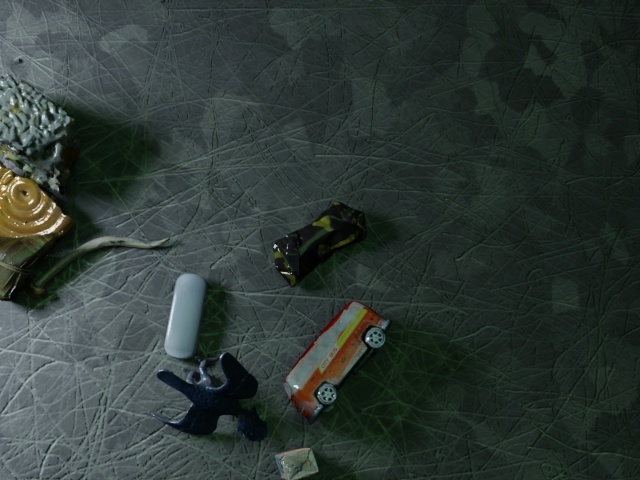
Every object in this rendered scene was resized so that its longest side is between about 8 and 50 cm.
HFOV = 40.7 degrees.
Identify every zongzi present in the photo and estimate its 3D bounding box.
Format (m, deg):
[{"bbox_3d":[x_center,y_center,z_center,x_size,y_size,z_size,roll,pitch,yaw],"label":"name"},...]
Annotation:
[{"bbox_3d":[-0.639,0.000,1.725,0.187,0.084,0.184,39,87,-1],"label":"zongzi"}]

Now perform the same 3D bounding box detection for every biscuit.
[{"bbox_3d":[-0.625,-0.066,1.758,0.224,0.033,0.144,42,96,-5],"label":"biscuit"}]

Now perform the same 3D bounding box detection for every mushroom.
[{"bbox_3d":[-0.466,0.033,1.791,0.306,0.043,0.068,-26,100,-17],"label":"mushroom"}]

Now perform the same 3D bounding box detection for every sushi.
[{"bbox_3d":[-0.589,-0.217,1.750,0.274,0.184,0.139,36,74,-2],"label":"sushi"}]

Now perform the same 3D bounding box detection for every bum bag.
[{"bbox_3d":[0.000,0.000,1.873,0.232,0.060,0.107,-35,94,-15],"label":"bum bag"}]

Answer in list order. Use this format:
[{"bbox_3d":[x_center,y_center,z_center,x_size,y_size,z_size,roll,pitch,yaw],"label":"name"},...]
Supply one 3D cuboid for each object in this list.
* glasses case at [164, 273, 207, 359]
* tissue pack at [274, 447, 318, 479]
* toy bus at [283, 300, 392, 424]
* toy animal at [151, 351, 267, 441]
[{"bbox_3d":[-0.278,0.156,1.788,0.067,0.045,0.179,10,75,-8],"label":"glasses case"},{"bbox_3d":[-0.048,0.448,1.732,0.074,0.094,0.059,-13,80,-12],"label":"tissue pack"},{"bbox_3d":[0.030,0.249,1.792,0.119,0.121,0.265,39,73,9],"label":"toy bus"},{"bbox_3d":[-0.208,0.310,1.708,0.255,0.239,0.176,17,34,-48],"label":"toy animal"}]
